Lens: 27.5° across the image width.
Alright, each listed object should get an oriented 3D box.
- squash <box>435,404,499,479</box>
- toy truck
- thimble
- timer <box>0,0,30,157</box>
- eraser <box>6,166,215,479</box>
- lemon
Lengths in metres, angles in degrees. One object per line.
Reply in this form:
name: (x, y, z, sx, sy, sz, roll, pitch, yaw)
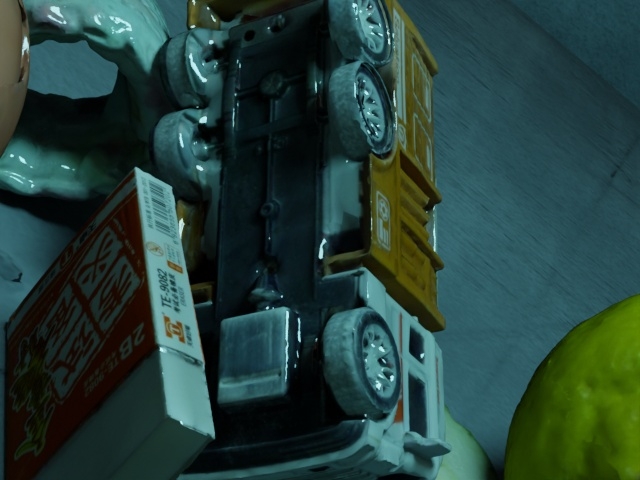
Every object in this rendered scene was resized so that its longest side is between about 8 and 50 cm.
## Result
squash: (0.048, 0.178, 1.055, 0.219, 0.041, 0.219, 28, 28, -16)
toy truck: (0.000, 0.000, 0.942, 0.207, 0.173, 0.388, 40, 44, -52)
thimble: (-0.202, -0.129, 1.030, 0.211, 0.185, 0.149, 39, 21, -33)
timer: (-0.301, -0.118, 0.806, 0.215, 0.229, 0.230, 21, 30, -39)
eraser: (-0.136, 0.080, 0.799, 0.038, 0.157, 0.230, 29, 27, -31)
lemon: (0.318, 0.196, 1.071, 0.348, 0.348, 0.348, 32, 25, -18)
